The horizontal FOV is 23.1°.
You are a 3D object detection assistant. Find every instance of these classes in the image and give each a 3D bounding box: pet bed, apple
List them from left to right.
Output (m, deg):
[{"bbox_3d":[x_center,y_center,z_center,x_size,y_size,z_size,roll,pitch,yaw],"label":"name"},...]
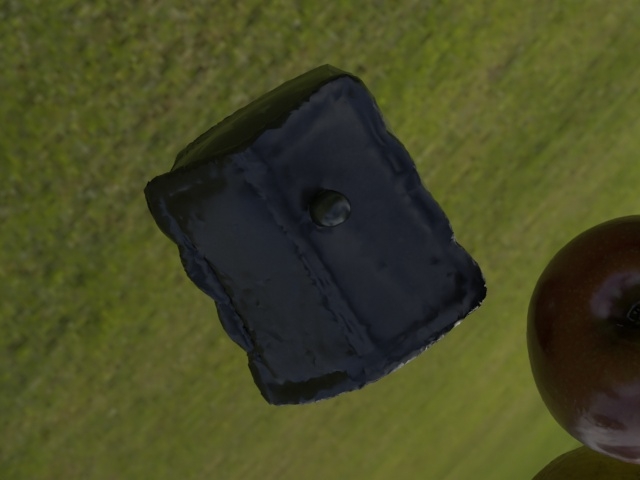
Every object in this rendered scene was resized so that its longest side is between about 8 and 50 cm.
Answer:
[{"bbox_3d":[0.000,0.000,1.115,0.183,0.211,0.159,-28,-166,10],"label":"pet bed"},{"bbox_3d":[0.232,0.067,1.100,0.181,0.181,0.168,-45,152,-3],"label":"apple"}]

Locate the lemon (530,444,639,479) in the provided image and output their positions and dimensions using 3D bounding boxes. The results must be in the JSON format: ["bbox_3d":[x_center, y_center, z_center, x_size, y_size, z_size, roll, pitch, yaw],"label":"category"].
[{"bbox_3d":[0.346,0.366,1.793,0.293,0.293,0.293,-42,166,-14],"label":"lemon"}]
